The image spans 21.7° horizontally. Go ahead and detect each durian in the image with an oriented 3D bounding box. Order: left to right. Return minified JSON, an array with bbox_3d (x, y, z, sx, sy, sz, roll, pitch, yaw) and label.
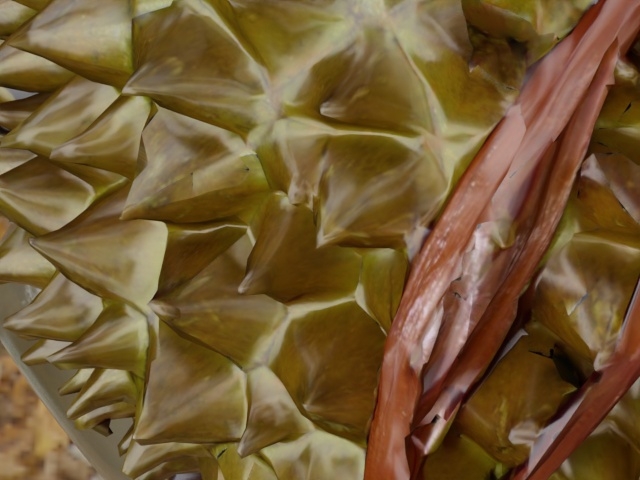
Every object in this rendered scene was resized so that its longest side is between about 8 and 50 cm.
[{"bbox_3d":[0.064,-0.047,0.512,0.384,0.347,0.348,7,87,33],"label":"durian"}]

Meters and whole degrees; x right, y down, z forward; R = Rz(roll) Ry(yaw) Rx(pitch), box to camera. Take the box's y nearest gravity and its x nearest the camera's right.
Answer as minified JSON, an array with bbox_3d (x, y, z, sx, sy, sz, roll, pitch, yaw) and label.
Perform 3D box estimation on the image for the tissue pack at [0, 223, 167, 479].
[{"bbox_3d":[0.000,0.000,1.028,0.387,0.277,0.267,-36,89,-11],"label":"tissue pack"}]
